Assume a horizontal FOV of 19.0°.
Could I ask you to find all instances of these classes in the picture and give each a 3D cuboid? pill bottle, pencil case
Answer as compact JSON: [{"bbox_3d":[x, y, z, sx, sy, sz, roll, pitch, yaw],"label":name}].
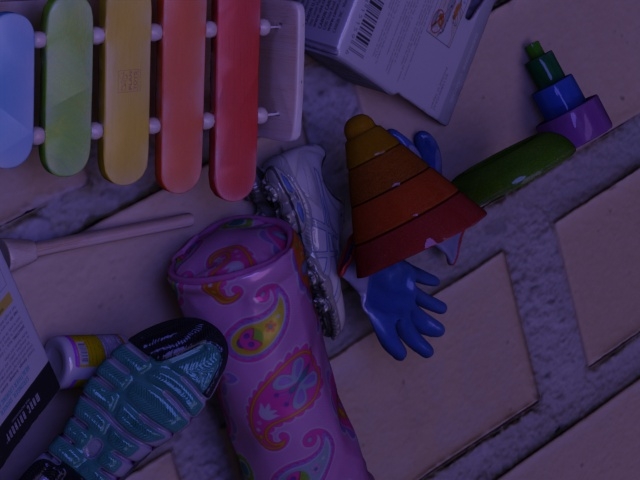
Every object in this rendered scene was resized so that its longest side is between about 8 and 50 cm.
[{"bbox_3d":[-0.178,0.097,1.534,0.083,0.043,0.043,1,101,-39],"label":"pill bottle"},{"bbox_3d":[-0.041,0.122,1.605,0.124,0.124,0.284,-31,120,-28],"label":"pencil case"}]

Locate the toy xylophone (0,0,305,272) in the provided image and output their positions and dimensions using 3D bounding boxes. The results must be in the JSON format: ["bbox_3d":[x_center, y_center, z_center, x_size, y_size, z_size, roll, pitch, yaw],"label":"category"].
[{"bbox_3d":[-0.155,-0.098,1.476,0.322,0.081,0.236,-17,113,-34],"label":"toy xylophone"}]

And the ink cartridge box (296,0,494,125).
[{"bbox_3d":[0.089,-0.258,1.644,0.239,0.060,0.275,25,85,-63],"label":"ink cartridge box"}]

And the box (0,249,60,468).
[{"bbox_3d":[-0.274,0.049,1.392,0.100,0.060,0.244,-57,142,-42],"label":"box"}]

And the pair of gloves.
[{"bbox_3d":[0.079,0.001,1.690,0.159,0.023,0.198,47,52,-43],"label":"pair of gloves"}]

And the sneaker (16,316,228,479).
[{"bbox_3d":[-0.164,0.148,1.523,0.223,0.098,0.083,-45,88,-6],"label":"sneaker"}]

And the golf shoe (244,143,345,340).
[{"bbox_3d":[0.000,0.000,1.638,0.086,0.069,0.176,-36,123,-33],"label":"golf shoe"}]

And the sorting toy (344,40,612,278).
[{"bbox_3d":[0.128,-0.092,1.667,0.365,0.127,0.126,-32,95,-47],"label":"sorting toy"}]
